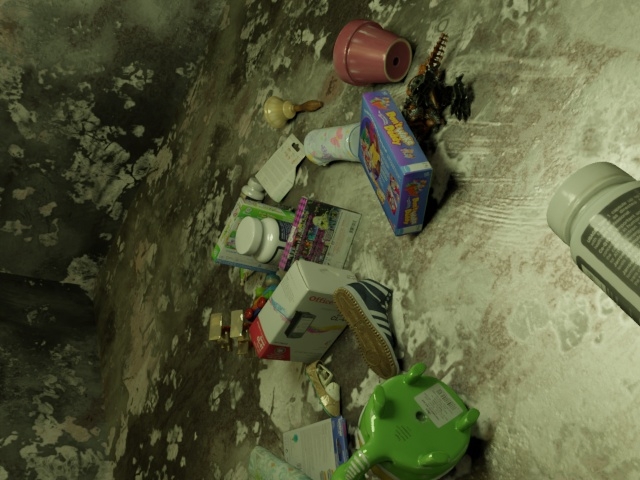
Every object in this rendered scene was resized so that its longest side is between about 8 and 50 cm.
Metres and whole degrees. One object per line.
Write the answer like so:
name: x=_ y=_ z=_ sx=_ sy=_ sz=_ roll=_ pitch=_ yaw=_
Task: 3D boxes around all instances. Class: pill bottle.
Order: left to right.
pill bottle: x=-0.282 y=-0.160 z=2.492 sx=0.169 sy=0.094 sz=0.094 roll=-63 pitch=36 yaw=18
pill bottle: x=-0.137 y=0.009 z=2.071 sx=0.153 sy=0.265 sz=0.153 roll=-25 pitch=58 yaw=49
pill bottle: x=0.576 y=0.024 z=1.095 sx=0.204 sy=0.204 sz=0.361 roll=-58 pitch=38 yaw=24

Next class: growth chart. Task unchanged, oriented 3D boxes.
growth chart: x=-0.267 y=0.052 z=2.437 sx=0.237 sy=0.021 sz=0.172 roll=-47 pitch=43 yaw=49

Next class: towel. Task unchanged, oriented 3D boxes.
towel: x=-0.113 y=0.828 z=1.832 sx=0.321 sy=0.090 sz=0.374 roll=1 pitch=94 yaw=55

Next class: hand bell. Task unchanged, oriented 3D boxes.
hand bell: x=-0.087 y=-0.495 z=2.348 sx=0.242 sy=0.126 sz=0.126 roll=1 pitch=79 yaw=44

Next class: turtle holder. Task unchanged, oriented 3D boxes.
turtle holder: x=0.192 y=0.463 z=1.421 sx=0.320 sy=0.243 sz=0.227 roll=-57 pitch=-10 yaw=-45

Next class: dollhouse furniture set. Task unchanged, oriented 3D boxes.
dollhouse furniture set: x=-0.214 y=0.292 z=2.121 sx=0.259 sy=0.262 sz=0.135 roll=-10 pitch=64 yaw=18

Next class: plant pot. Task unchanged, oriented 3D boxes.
plant pot: x=0.171 y=-0.565 z=1.921 sx=0.180 sy=0.201 sz=0.201 roll=26 pitch=100 yaw=40

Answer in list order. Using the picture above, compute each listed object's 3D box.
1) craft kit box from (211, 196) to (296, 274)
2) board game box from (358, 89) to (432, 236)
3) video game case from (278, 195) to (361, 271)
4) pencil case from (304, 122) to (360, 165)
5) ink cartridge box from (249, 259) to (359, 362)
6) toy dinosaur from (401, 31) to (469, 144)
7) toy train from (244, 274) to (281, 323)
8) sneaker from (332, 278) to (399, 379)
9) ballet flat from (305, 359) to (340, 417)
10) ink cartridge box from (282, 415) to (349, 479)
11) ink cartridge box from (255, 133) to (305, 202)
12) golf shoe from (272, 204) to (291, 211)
craft kit box: x=-0.222 y=-0.010 z=2.214 sx=0.246 sy=0.250 sz=0.061 roll=-58 pitch=36 yaw=23
board game box: x=0.197 y=-0.217 z=1.740 sx=0.233 sy=0.078 sz=0.347 roll=91 pitch=164 yaw=-49
video game case: x=0.000 y=0.000 z=1.927 sx=0.042 sy=0.210 sz=0.232 roll=30 pitch=103 yaw=55
pencil case: x=0.056 y=-0.312 z=2.046 sx=0.273 sy=0.114 sz=0.124 roll=5 pitch=92 yaw=56
ink cartridge box: x=-0.042 y=0.224 z=1.893 sx=0.306 sy=0.226 sz=0.131 roll=-55 pitch=40 yaw=29
toy dinosaur: x=0.285 y=-0.403 z=1.729 sx=0.218 sy=0.164 sz=0.321 roll=-145 pitch=49 yaw=-72
toy train: x=-0.220 y=0.235 z=2.266 sx=0.248 sy=0.105 sz=0.143 roll=-42 pitch=36 yaw=40
sneaker: x=0.161 y=0.232 z=1.732 sx=0.099 sy=0.153 sz=0.282 roll=-36 pitch=80 yaw=40
ballet flat: x=0.016 y=0.435 z=1.877 sx=0.067 sy=0.073 sz=0.206 roll=-49 pitch=44 yaw=12
ink cartridge box: x=-0.002 y=0.630 z=1.833 sx=0.311 sy=0.065 sz=0.185 roll=-36 pitch=52 yaw=47
ink cartridge box: x=-0.135 y=-0.277 z=2.384 sx=0.224 sy=0.056 sz=0.181 roll=-47 pitch=40 yaw=8
golf shoe: x=-0.159 y=-0.072 z=2.306 sx=0.198 sy=0.077 sz=0.093 roll=145 pitch=125 yaw=-62
